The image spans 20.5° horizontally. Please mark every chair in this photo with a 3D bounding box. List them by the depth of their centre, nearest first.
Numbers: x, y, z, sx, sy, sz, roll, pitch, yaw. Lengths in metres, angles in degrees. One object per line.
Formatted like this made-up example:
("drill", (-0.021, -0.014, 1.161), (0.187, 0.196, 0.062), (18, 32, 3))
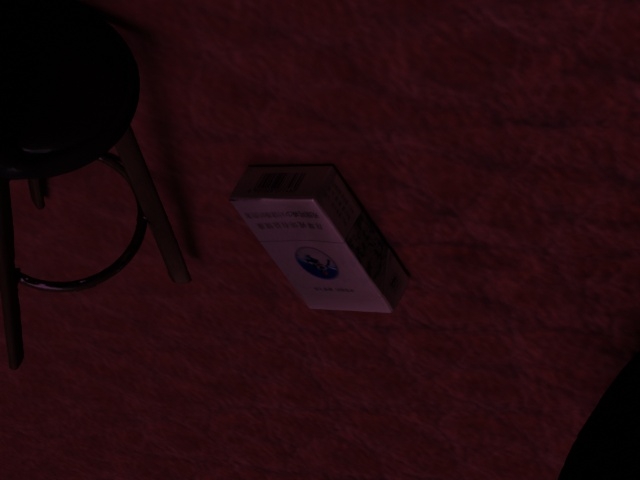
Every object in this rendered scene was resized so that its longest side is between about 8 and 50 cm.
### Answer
("chair", (-0.120, -0.032, 0.836), (0.095, 0.104, 0.221), (-3, 151, 2))

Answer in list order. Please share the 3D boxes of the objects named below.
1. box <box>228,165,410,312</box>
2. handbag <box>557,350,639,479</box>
("box", (0.000, 0.000, 0.842), (0.054, 0.024, 0.083), (0, 139, 37))
("handbag", (0.221, 0.174, 0.775), (0.254, 0.181, 0.181), (17, 147, 23))
